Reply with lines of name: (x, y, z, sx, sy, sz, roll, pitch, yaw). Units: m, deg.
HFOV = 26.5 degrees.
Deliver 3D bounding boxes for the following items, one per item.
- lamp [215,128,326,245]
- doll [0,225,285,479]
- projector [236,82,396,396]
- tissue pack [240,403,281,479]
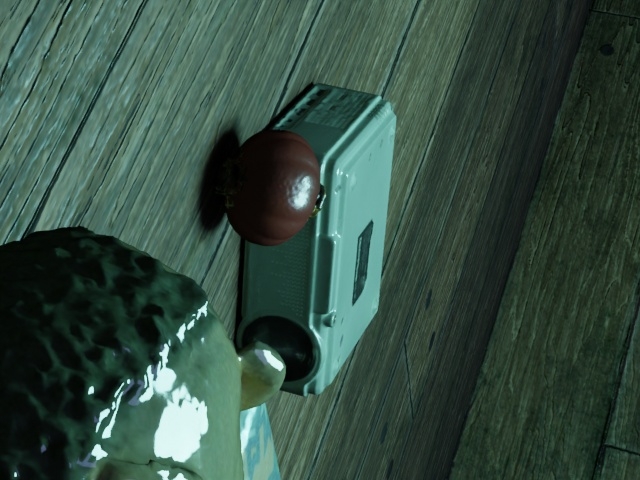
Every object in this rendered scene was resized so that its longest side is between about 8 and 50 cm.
lamp: (-0.042, -0.045, 1.141, 0.101, 0.090, 0.101, -50, -149, 46)
doll: (-0.156, 0.148, 0.603, 0.349, 0.247, 0.247, -39, 141, -55)
projector: (0.000, 0.000, 1.316, 0.192, 0.099, 0.256, -50, 150, -57)
tissue pack: (-0.117, 0.259, 1.059, 0.310, 0.128, 0.228, 84, 24, -48)
